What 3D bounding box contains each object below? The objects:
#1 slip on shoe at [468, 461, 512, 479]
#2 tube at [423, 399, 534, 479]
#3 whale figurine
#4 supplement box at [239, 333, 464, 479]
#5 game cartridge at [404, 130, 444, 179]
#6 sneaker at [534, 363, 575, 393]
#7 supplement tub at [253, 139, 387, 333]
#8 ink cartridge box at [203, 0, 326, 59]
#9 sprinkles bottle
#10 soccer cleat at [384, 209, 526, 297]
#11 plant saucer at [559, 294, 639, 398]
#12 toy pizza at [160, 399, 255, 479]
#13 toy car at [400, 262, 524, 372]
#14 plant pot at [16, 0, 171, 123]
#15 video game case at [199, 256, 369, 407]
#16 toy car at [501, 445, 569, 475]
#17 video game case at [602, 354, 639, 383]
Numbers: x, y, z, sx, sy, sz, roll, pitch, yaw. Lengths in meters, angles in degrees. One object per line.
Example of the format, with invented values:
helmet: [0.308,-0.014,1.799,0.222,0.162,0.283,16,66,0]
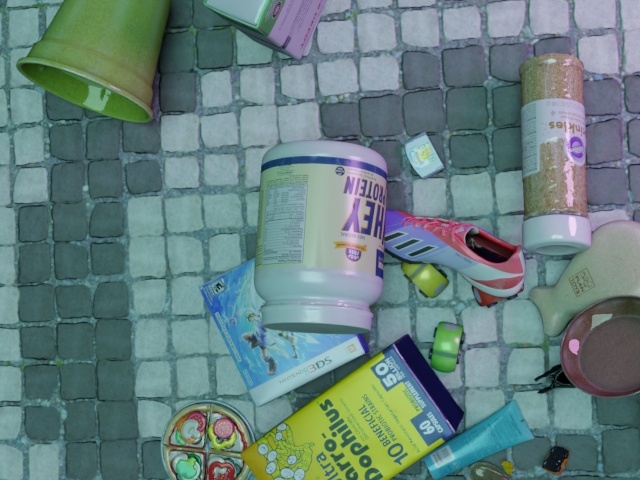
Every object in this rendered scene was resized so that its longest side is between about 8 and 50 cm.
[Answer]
slip on shoe: [0.342,0.469,1.903,0.135,0.041,0.051,38,96,9]
tube: [0.297,0.387,1.913,0.207,0.052,0.080,-28,89,4]
whale figurine: [0.522,0.079,1.844,0.272,0.141,0.216,-37,60,30]
supplement box: [0.064,0.360,1.873,0.356,0.195,0.194,-37,83,11]
game cartridge: [0.199,-0.164,1.954,0.056,0.017,0.083,-30,84,13]
sneaker: [0.481,0.246,1.856,0.170,0.089,0.051,-14,87,11]
supplement tub: [0.000,0.000,1.828,0.235,0.235,0.324,1,79,11]
ink cartridge box: [-0.083,-0.478,1.876,0.122,0.289,0.211,25,94,13]
sprinkles bottle: [0.423,-0.155,1.822,0.121,0.121,0.355,-1,76,11]
soccer cleat: [0.233,-0.002,1.868,0.318,0.116,0.108,24,57,20]
plant saucer: [0.506,0.186,1.700,0.199,0.036,0.198,-19,46,21]
toy pizza: [-0.229,0.422,2.017,0.201,0.032,0.201,0,89,11]
toy car: [0.255,0.144,1.919,0.239,0.053,0.225,11,91,11]
plant pot: [-0.416,-0.401,1.969,0.276,0.276,0.254,18,81,11]
video game case: [-0.073,0.155,1.978,0.244,0.061,0.269,-28,84,8]
toy car: [0.411,0.421,1.904,0.122,0.060,0.040,-1,133,27]
video game case: [0.562,0.172,1.787,0.183,0.201,0.023,-33,101,9]
